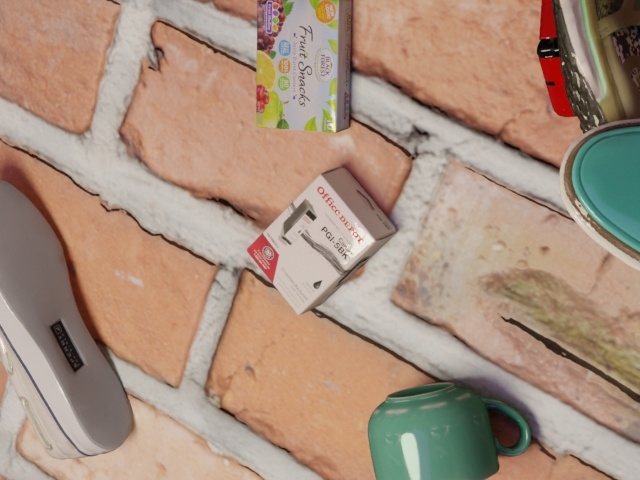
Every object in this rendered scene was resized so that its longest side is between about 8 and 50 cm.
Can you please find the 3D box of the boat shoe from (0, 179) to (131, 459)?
[{"bbox_3d":[-0.377,0.109,1.567,0.156,0.136,0.367,-21,101,32],"label":"boat shoe"}]

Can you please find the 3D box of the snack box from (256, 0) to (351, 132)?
[{"bbox_3d":[-0.018,-0.191,1.357,0.100,0.037,0.141,6,104,25],"label":"snack box"}]

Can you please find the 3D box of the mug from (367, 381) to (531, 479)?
[{"bbox_3d":[0.125,0.202,1.327,0.129,0.157,0.097,-12,90,52],"label":"mug"}]

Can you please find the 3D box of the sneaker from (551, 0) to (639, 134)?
[{"bbox_3d":[0.289,-0.248,1.097,0.182,0.158,0.410,-7,83,12],"label":"sneaker"}]

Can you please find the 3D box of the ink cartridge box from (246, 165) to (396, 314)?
[{"bbox_3d":[0.000,0.000,1.377,0.099,0.056,0.135,50,118,10],"label":"ink cartridge box"}]

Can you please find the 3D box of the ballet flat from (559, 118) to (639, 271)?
[{"bbox_3d":[0.392,-0.007,1.017,0.400,0.139,0.139,10,106,12],"label":"ballet flat"}]

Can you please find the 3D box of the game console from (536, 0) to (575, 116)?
[{"bbox_3d":[0.289,-0.194,1.210,0.144,0.085,0.124,-2,131,28],"label":"game console"}]
